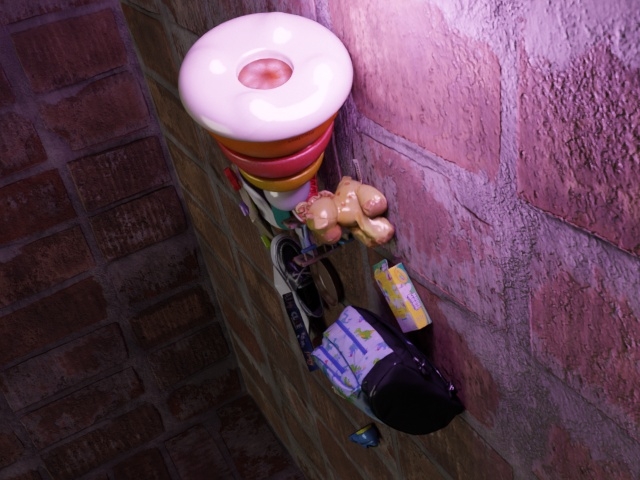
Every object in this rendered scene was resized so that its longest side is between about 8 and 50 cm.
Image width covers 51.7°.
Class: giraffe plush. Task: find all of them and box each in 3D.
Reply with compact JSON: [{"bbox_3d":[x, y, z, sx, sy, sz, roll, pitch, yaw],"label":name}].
[{"bbox_3d":[0.044,-0.059,1.515,0.210,0.170,0.181,66,161,-2],"label":"giraffe plush"}]

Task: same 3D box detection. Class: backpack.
[{"bbox_3d":[0.135,0.308,1.622,0.290,0.273,0.355,37,-165,-36],"label":"backpack"}]

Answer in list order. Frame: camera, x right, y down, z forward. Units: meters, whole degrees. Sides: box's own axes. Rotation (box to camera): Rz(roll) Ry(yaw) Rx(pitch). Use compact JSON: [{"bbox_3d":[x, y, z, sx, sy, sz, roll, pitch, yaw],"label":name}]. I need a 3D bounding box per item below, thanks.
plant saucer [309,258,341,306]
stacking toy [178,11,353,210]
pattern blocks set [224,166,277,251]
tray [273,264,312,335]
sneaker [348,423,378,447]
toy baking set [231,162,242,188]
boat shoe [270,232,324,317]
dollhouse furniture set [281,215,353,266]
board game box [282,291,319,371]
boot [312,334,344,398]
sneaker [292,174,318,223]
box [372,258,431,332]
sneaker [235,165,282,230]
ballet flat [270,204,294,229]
[{"bbox_3d":[0.019,0.122,2.022,0.168,0.029,0.168,52,157,32],"label":"plant saucer"},{"bbox_3d":[-0.104,-0.222,1.478,0.351,0.350,0.480,54,162,30],"label":"stacking toy"},{"bbox_3d":[-0.208,-0.091,2.180,0.285,0.026,0.325,64,-174,17],"label":"pattern blocks set"},{"bbox_3d":[-0.099,0.221,2.454,0.270,0.030,0.145,54,157,30],"label":"tray"},{"bbox_3d":[0.153,0.695,2.300,0.082,0.069,0.209,57,160,13],"label":"sneaker"},{"bbox_3d":[-0.258,-0.208,2.362,0.197,0.030,0.256,47,161,29],"label":"toy baking set"},{"bbox_3d":[-0.066,0.117,2.125,0.102,0.108,0.301,26,139,61],"label":"boat shoe"},{"bbox_3d":[0.000,0.000,1.768,0.183,0.129,0.129,28,139,60],"label":"dollhouse furniture set"},{"bbox_3d":[-0.069,0.316,2.312,0.165,0.042,0.243,-120,11,-73],"label":"board game box"},{"bbox_3d":[0.047,0.434,2.260,0.213,0.077,0.165,43,153,48],"label":"boot"},{"bbox_3d":[-0.040,-0.162,1.696,0.128,0.087,0.221,122,136,-64],"label":"sneaker"},{"bbox_3d":[0.188,0.127,1.560,0.179,0.043,0.105,62,161,4],"label":"box"},{"bbox_3d":[-0.191,-0.149,2.129,0.290,0.106,0.123,57,157,19],"label":"sneaker"},{"bbox_3d":[-0.110,-0.164,1.890,0.107,0.106,0.316,17,146,18],"label":"ballet flat"}]
